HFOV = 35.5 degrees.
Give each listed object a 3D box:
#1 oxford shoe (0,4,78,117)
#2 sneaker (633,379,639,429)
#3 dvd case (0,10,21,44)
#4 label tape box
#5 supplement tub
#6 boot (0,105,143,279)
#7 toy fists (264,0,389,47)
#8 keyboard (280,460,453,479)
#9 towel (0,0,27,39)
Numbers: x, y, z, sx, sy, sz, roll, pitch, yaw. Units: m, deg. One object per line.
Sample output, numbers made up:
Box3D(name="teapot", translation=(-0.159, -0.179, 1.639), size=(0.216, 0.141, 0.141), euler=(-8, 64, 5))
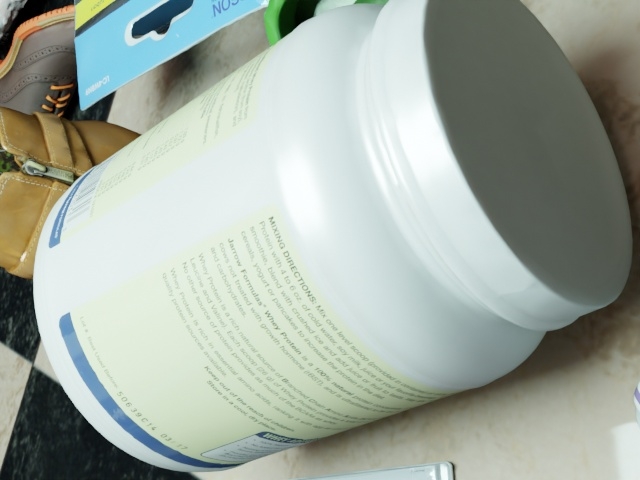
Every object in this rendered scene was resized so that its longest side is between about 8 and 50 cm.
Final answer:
Box3D(name="oxford shoe", translation=(-0.285, -0.169, 1.066), size=(0.271, 0.096, 0.098), euler=(-23, 81, 45))
Box3D(name="sneaker", translation=(0.212, 0.199, 0.472), size=(0.161, 0.102, 0.282), euler=(-52, 49, 24))
Box3D(name="dvd case", translation=(-0.385, -0.312, 1.240), size=(0.087, 0.013, 0.119), euler=(45, 111, 41))
Box3D(name="label tape box", translation=(-0.110, -0.304, 0.908), size=(0.249, 0.115, 0.348), euler=(-20, 68, 39))
Box3D(name="supplement tub", translation=(0.000, 0.000, 0.631), size=(0.324, 0.235, 0.236), euler=(-26, 62, 37))
Box3D(name="boot", translation=(-0.171, 0.026, 0.798), size=(0.109, 0.220, 0.284), euler=(-23, 64, 38))
Box3D(name="toy fists", translation=(0.080, -0.217, 0.675), size=(0.279, 0.142, 0.096), euler=(-34, 95, 34))
Box3D(name="keyboard", translation=(-0.005, 0.212, 0.739), size=(0.256, 0.014, 0.072), euler=(-18, 72, 40))
Box3D(name="towel", translation=(-0.390, -0.386, 1.205), size=(0.317, 0.053, 0.332), euler=(36, 94, 44))
